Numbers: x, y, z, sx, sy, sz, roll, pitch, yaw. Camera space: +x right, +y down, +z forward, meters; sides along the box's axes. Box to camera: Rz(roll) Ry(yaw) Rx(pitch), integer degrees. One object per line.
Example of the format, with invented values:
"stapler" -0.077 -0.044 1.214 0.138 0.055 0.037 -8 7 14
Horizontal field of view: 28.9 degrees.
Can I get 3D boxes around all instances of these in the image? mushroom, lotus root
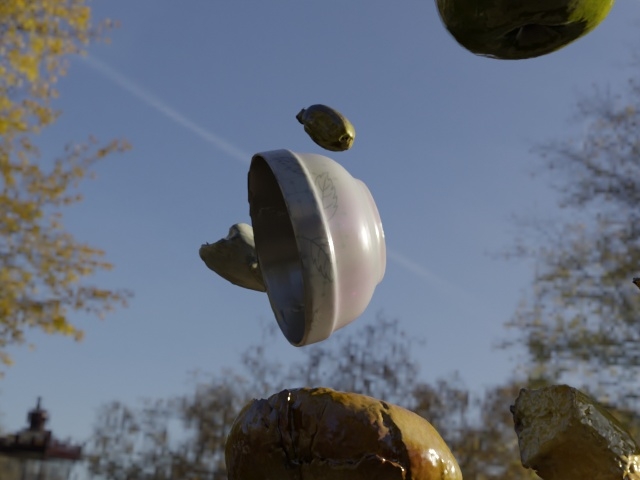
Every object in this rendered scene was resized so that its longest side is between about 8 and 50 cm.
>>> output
"mushroom" -0.056 0.041 1.965 0.278 0.096 0.099 13 -22 6
"lotus root" 0.007 -0.157 1.698 0.099 0.049 0.054 33 -28 35

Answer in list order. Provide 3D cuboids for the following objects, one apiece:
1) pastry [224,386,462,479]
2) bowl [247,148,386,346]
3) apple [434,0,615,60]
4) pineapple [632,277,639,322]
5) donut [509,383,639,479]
"pastry" 0.035 0.318 1.730 0.356 0.163 0.356 8 -29 5
"bowl" 0.000 0.000 1.786 0.144 0.287 0.287 -13 -13 -15
"apple" 0.203 -0.273 1.253 0.196 0.156 0.196 -13 -11 -3
"pineapple" 0.531 0.078 1.676 0.076 0.224 0.225 -33 9 -38
"donut" 0.295 0.282 1.338 0.152 0.259 0.101 20 -40 -28
